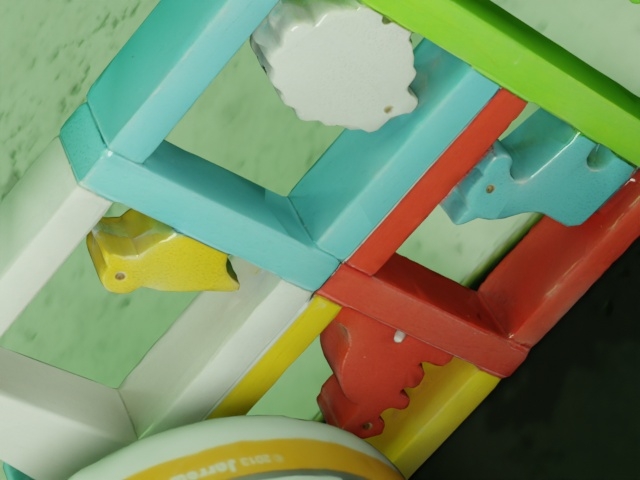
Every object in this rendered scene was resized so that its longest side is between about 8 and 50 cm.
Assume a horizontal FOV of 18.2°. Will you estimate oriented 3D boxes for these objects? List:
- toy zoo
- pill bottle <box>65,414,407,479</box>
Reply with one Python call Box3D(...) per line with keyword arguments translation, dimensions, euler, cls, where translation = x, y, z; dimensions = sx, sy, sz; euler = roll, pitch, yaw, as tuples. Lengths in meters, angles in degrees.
Box3D(translation=(0.000, 0.000, 0.628), dimensions=(0.293, 0.192, 0.030), euler=(-49, 42, 19), cls="toy zoo")
Box3D(translation=(0.008, 0.191, 0.547), dimensions=(0.162, 0.162, 0.278), euler=(-50, 43, 17), cls="pill bottle")
